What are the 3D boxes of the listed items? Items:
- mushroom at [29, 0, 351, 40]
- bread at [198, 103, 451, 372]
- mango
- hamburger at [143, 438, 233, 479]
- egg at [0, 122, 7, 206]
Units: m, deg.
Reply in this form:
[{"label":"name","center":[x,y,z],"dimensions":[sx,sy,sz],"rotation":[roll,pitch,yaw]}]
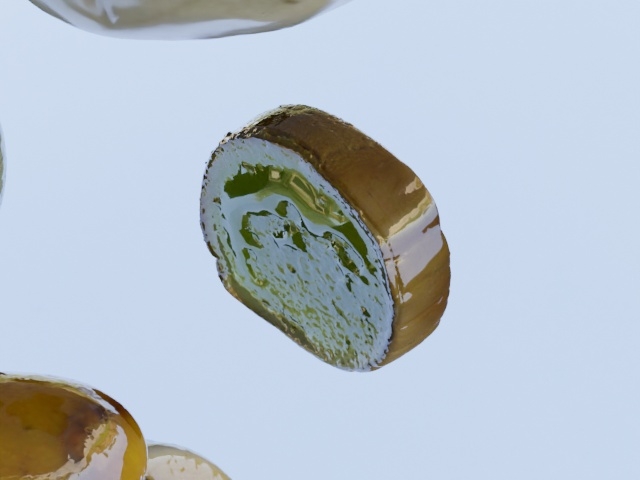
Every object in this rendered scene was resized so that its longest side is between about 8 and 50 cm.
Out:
[{"label":"mushroom","center":[-0.072,-0.262,1.001],"dimensions":[0.353,0.353,0.325],"rotation":[2,-138,34]},{"label":"bread","center":[0.000,0.000,1.551],"dimensions":[0.236,0.236,0.070],"rotation":[16,-139,44]},{"label":"mango","center":[-0.209,0.140,1.169],"dimensions":[0.219,0.145,0.112],"rotation":[-4,-125,19]},{"label":"hamburger","center":[-0.163,0.287,1.476],"dimensions":[0.170,0.302,0.302],"rotation":[-12,-146,36]},{"label":"egg","center":[-0.439,-0.031,1.691],"dimensions":[0.379,0.287,0.287],"rotation":[-30,-154,33]}]
